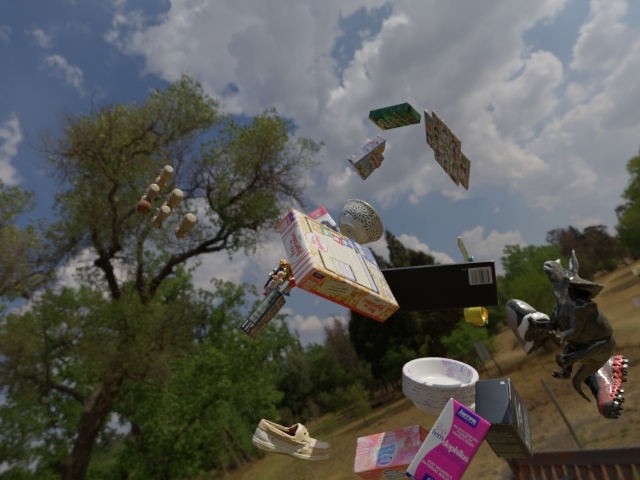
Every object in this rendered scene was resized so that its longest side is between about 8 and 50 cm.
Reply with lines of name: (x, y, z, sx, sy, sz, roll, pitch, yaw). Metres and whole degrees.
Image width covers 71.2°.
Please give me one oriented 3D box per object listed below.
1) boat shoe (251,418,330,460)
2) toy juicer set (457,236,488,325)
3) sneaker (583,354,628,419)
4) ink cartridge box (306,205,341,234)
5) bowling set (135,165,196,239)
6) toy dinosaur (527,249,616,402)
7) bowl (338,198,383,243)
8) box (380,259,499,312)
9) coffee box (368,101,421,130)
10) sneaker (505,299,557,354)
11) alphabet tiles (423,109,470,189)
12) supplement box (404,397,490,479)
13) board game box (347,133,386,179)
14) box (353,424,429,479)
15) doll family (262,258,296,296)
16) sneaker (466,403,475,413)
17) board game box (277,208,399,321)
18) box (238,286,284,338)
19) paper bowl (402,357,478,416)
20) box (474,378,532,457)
boat shoe: (-0.052, 0.403, 0.910, 0.170, 0.059, 0.063, 20, -9, -20)
toy juicer set: (0.596, 0.164, 1.689, 0.090, 0.328, 0.209, -14, -28, 28)
sneaker: (0.932, 0.477, 1.482, 0.135, 0.097, 0.276, 5, 30, 35)
ink cartridge box: (0.000, 0.000, 1.789, 0.172, 0.237, 0.100, -32, -42, -3)
bowling set: (-0.625, -0.133, 1.703, 0.200, 0.286, 0.154, -15, -14, -43)
toy dinosaur: (0.532, 0.193, 0.905, 0.161, 0.313, 0.121, -26, 1, -4)
bowl: (0.116, -0.045, 1.480, 0.080, 0.170, 0.170, -42, -7, -33)
box: (0.246, 0.106, 1.019, 0.262, 0.103, 0.184, -5, -3, 8)
coffee box: (0.300, -0.498, 1.807, 0.184, 0.040, 0.113, 1, -16, 42)
sneaker: (0.579, 0.237, 1.244, 0.100, 0.108, 0.271, -39, -40, 4)
alphabet tiles: (0.488, -0.347, 1.736, 0.011, 0.285, 0.342, -33, -25, 2)
supplement box: (0.322, 0.521, 1.115, 0.220, 0.111, 0.114, -55, -30, -10)
board game box: (0.242, -0.396, 2.120, 0.194, 0.060, 0.194, -46, -32, 3)
box: (0.293, 0.830, 1.710, 0.300, 0.142, 0.154, -28, -61, 32)
doll family: (-0.188, 0.166, 2.097, 0.163, 0.118, 0.263, -55, -24, 12)
sneaker: (0.565, 0.845, 1.978, 0.182, 0.158, 0.410, 27, -81, -37)
board game box: (0.030, 0.042, 0.737, 0.194, 0.146, 0.045, 28, -64, -35)
box: (-0.238, 0.310, 1.882, 0.220, 0.051, 0.175, -50, -14, -14)
paper bowl: (0.459, 0.570, 1.724, 0.285, 0.147, 0.284, 1, 6, 0)
box: (0.561, 0.546, 1.371, 0.108, 0.153, 0.207, -18, -58, 33)
